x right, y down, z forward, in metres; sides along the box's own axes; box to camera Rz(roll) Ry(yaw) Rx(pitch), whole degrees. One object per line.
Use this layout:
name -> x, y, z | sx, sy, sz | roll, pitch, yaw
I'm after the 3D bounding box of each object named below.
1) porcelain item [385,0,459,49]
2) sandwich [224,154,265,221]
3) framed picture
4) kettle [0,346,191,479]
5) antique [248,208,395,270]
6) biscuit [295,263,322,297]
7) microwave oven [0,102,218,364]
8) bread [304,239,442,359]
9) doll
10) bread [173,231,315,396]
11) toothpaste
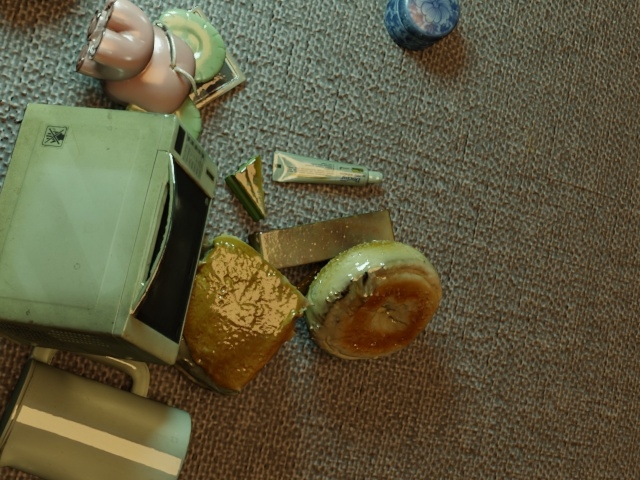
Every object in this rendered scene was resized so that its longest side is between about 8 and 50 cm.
porcelain item -> 0.233, -0.516, 1.980 | 0.147, 0.114, 0.147 | 2, 84, -23
sandwich -> -0.132, -0.107, 1.817 | 0.074, 0.074, 0.116 | -39, 102, -20
framed picture -> -0.303, -0.345, 1.793 | 0.260, 0.023, 0.189 | -36, 101, -20
kettle -> -0.410, 0.333, 1.601 | 0.318, 0.205, 0.265 | 24, 80, -17
antique -> 0.000, 0.000, 1.854 | 0.310, 0.093, 0.087 | -11, 91, -23
biscuit -> -0.006, 0.106, 1.885 | 0.083, 0.018, 0.081 | -44, 103, -19
microwave oven -> -0.381, -0.005, 1.534 | 0.333, 0.247, 0.394 | 6, 71, 11
bread -> 0.104, 0.116, 1.818 | 0.306, 0.158, 0.305 | -17, 137, -17
doll -> -0.316, -0.327, 1.660 | 0.268, 0.216, 0.284 | 21, 79, -28
bread -> -0.194, 0.148, 1.692 | 0.250, 0.225, 0.279 | 39, 84, -10
toothpaste -> 0.016, -0.150, 1.904 | 0.255, 0.037, 0.067 | 4, 90, -19
